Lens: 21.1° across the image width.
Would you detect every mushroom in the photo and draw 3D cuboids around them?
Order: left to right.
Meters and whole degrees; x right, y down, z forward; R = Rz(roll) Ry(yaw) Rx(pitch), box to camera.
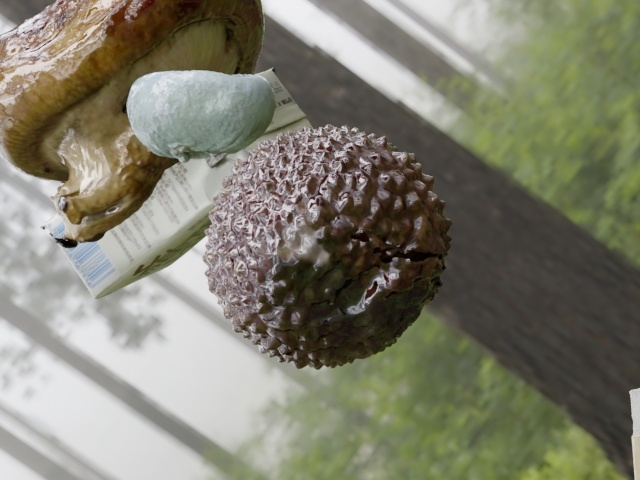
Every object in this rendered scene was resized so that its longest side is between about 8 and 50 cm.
[{"bbox_3d":[-0.198,-0.161,1.881,0.345,0.259,0.345,-30,-23,-14],"label":"mushroom"}]

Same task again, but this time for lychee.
[{"bbox_3d":[0.000,0.000,1.260,0.188,0.188,0.188,-52,9,12],"label":"lychee"}]

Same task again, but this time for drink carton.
[{"bbox_3d":[-0.179,-0.070,2.218,0.324,0.132,0.194,-38,-4,29],"label":"drink carton"}]

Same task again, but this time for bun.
[{"bbox_3d":[-0.108,-0.113,1.574,0.141,0.141,0.083,-172,79,-80],"label":"bun"}]

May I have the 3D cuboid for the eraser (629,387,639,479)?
[{"bbox_3d":[0.502,0.363,2.354,0.144,0.078,0.343,148,122,-62],"label":"eraser"}]
